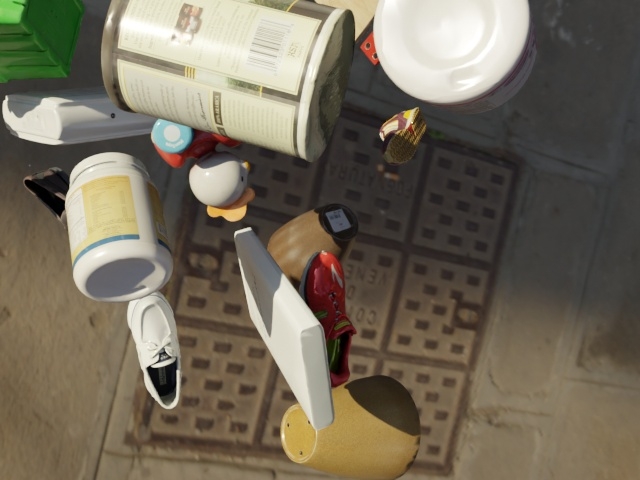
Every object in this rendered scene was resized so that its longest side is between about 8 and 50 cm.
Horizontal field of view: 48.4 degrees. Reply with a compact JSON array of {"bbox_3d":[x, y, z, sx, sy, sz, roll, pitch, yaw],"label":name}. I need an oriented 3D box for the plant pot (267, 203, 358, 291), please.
[{"bbox_3d":[0.000,0.000,1.914,0.215,0.230,0.215,13,58,-22],"label":"plant pot"}]

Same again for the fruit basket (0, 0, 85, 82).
[{"bbox_3d":[-0.689,-0.454,1.370,0.392,0.392,0.283,14,83,-23],"label":"fruit basket"}]

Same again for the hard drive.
[{"bbox_3d":[-0.073,0.154,1.341,0.047,0.353,0.233,-18,124,-16],"label":"hard drive"}]

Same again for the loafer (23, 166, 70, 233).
[{"bbox_3d":[-0.621,-0.068,1.756,0.095,0.302,0.109,-16,142,-50],"label":"loafer"}]

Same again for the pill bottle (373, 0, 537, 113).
[{"bbox_3d":[0.172,-0.233,0.844,0.160,0.283,0.160,2,98,18],"label":"pill bottle"}]

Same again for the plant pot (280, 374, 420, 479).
[{"bbox_3d":[0.046,0.416,1.555,0.254,0.237,0.237,8,93,-41],"label":"plant pot"}]

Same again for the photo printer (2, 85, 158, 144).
[{"bbox_3d":[-0.531,-0.296,1.652,0.307,0.256,0.107,-19,115,-46],"label":"photo printer"}]

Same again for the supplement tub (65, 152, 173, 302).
[{"bbox_3d":[-0.312,-0.021,1.094,0.144,0.144,0.199,-4,55,-22],"label":"supplement tub"}]

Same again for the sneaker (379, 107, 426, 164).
[{"bbox_3d":[0.157,-0.210,1.494,0.069,0.084,0.185,61,42,-22],"label":"sneaker"}]

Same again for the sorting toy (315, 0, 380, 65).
[{"bbox_3d":[0.076,-0.417,1.206,0.046,0.274,0.132,0,137,-51],"label":"sorting toy"}]

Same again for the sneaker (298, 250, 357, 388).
[{"bbox_3d":[0.029,0.159,1.438,0.107,0.118,0.279,1,86,-34],"label":"sneaker"}]

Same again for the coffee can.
[{"bbox_3d":[-0.114,-0.234,0.940,0.275,0.201,0.201,17,89,10],"label":"coffee can"}]

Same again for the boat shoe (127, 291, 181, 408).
[{"bbox_3d":[-0.319,0.220,1.425,0.095,0.084,0.258,-20,120,-21],"label":"boat shoe"}]

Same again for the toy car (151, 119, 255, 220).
[{"bbox_3d":[-0.191,-0.158,1.391,0.210,0.219,0.238,-26,101,-1],"label":"toy car"}]
